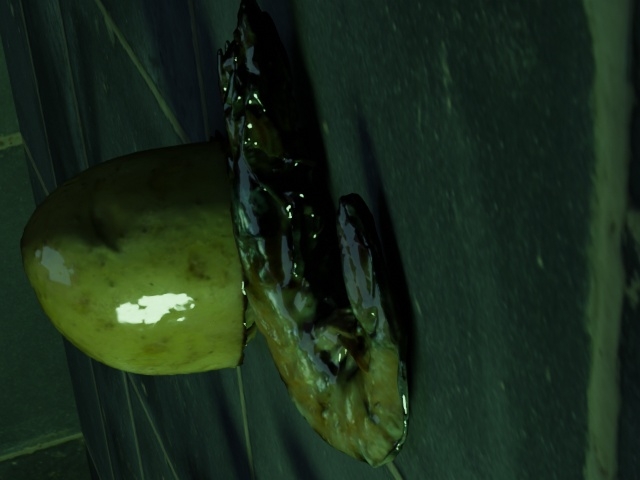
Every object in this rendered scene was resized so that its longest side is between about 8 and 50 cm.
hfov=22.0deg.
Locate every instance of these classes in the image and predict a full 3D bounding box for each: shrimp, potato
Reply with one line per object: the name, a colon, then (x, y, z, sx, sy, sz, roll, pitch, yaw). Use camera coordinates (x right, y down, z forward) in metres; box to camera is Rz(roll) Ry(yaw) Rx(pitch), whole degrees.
shrimp: (0.000, 0.000, 1.225, 0.233, 0.071, 0.365, 23, 127, 60)
potato: (-0.172, 0.022, 1.587, 0.285, 0.242, 0.243, 117, 136, -73)
